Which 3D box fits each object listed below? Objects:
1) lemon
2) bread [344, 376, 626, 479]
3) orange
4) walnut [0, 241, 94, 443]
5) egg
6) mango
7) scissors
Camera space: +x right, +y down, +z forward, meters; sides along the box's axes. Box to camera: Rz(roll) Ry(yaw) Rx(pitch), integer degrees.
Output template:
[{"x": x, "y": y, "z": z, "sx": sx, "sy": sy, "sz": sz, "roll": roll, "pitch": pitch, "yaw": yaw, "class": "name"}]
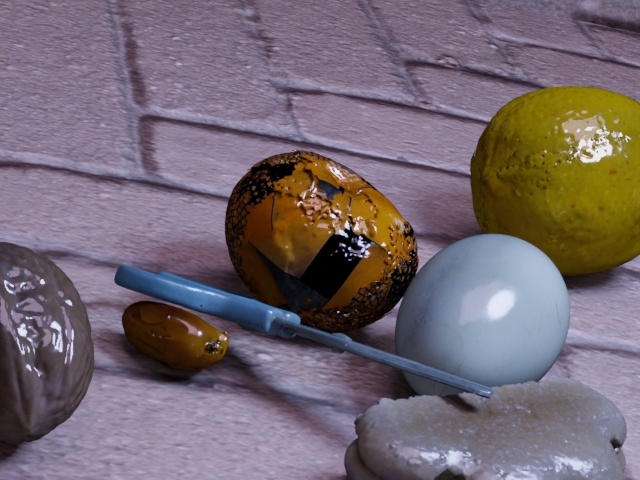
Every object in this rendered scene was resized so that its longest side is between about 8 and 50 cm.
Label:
[{"x": 0.346, "y": -0.081, "z": 2.384, "sx": 0.310, "sy": 0.258, "sz": 0.258, "roll": -8, "pitch": 31, "yaw": -20, "class": "lemon"}, {"x": 0.193, "y": 0.227, "z": 1.793, "sx": 0.337, "sy": 0.102, "sz": 0.183, "roll": -3, "pitch": 30, "yaw": -36, "class": "bread"}, {"x": 0.000, "y": 0.000, "z": 2.070, "sx": 0.234, "sy": 0.182, "sz": 0.234, "roll": 21, "pitch": 22, "yaw": -9, "class": "orange"}, {"x": -0.303, "y": 0.100, "z": 1.693, "sx": 0.178, "sy": 0.178, "sz": 0.230, "roll": 3, "pitch": 38, "yaw": -28, "class": "walnut"}, {"x": 0.177, "y": 0.094, "z": 1.981, "sx": 0.183, "sy": 0.183, "sz": 0.264, "roll": 24, "pitch": 31, "yaw": 19, "class": "egg"}, {"x": -0.160, "y": 0.102, "z": 1.895, "sx": 0.127, "sy": 0.063, "sz": 0.077, "roll": 20, "pitch": -5, "yaw": 20, "class": "mango"}, {"x": -0.014, "y": 0.098, "z": 1.888, "sx": 0.447, "sy": 0.029, "sz": 0.192, "roll": 16, "pitch": -1, "yaw": 30, "class": "scissors"}]
